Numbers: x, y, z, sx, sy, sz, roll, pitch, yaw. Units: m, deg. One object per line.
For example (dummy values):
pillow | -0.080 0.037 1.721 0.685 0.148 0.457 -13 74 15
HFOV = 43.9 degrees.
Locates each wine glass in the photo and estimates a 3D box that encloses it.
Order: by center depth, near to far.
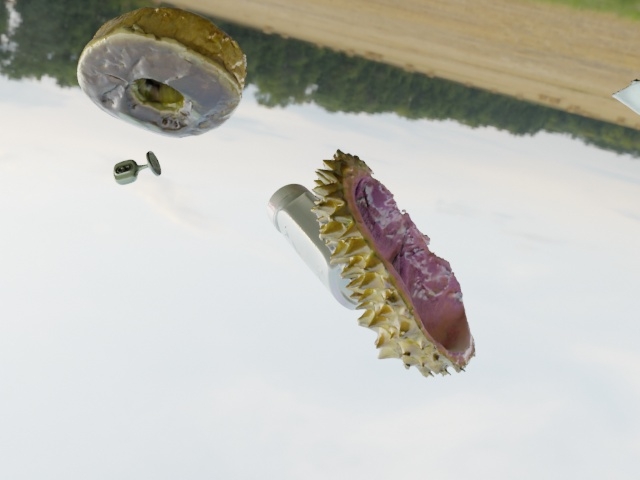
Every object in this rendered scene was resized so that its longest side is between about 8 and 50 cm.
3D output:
wine glass | 0.493 -0.143 1.109 0.122 0.183 0.122 -16 176 -1

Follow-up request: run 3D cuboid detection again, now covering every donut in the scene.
donut | -0.295 -0.328 1.536 0.330 0.160 0.330 12 150 7

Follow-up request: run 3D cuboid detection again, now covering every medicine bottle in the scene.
medicine bottle | 0.000 0.000 1.562 0.296 0.111 0.161 50 172 46

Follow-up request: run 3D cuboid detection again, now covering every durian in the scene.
durian | 0.078 0.054 0.979 0.112 0.341 0.191 -22 -147 30

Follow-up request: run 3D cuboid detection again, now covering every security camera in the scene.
security camera | -0.370 -0.141 1.580 0.092 0.058 0.058 -18 -169 8
